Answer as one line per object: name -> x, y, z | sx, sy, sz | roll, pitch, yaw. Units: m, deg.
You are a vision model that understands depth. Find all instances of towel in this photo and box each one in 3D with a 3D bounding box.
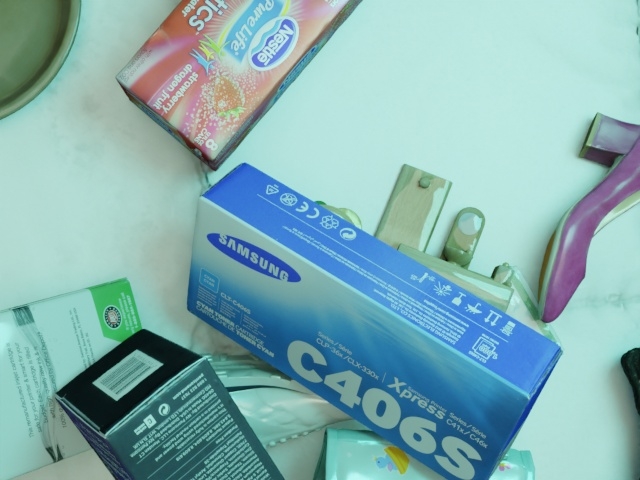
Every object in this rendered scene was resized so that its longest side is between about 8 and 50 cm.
towel -> 0.172, 0.110, 1.074 | 0.152, 0.023, 0.113 | -29, 88, -2

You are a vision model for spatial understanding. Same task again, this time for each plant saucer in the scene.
plant saucer -> -0.386, -0.249, 1.029 | 0.277, 0.041, 0.278 | 0, 88, -4

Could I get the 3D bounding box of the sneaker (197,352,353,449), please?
sneaker -> -0.048, 0.172, 1.030 | 0.235, 0.090, 0.095 | 2, 102, -1

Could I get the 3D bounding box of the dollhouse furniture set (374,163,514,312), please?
dollhouse furniture set -> 0.131, -0.008, 0.996 | 0.144, 0.151, 0.123 | 22, 85, 4

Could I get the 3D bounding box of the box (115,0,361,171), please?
box -> -0.074, -0.209, 1.010 | 0.128, 0.122, 0.257 | 41, 86, -3

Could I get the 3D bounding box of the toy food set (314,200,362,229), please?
toy food set -> 0.000, 0.000, 1.061 | 0.082, 0.020, 0.083 | 13, 88, -4

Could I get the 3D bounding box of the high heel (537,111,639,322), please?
high heel -> 0.312, -0.013, 1.056 | 0.117, 0.082, 0.244 | 20, 74, 7

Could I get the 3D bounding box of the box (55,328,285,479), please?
box -> -0.123, 0.200, 0.899 | 0.108, 0.153, 0.207 | -38, 111, -22

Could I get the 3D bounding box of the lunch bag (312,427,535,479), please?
lunch bag -> 0.089, 0.319, 0.991 | 0.223, 0.160, 0.262 | 8, 93, -3

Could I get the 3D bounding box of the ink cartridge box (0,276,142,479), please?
ink cartridge box -> -0.273, 0.135, 0.954 | 0.208, 0.087, 0.153 | -14, 89, -40

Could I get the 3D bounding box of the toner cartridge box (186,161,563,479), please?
toner cartridge box -> 0.035, 0.082, 0.934 | 0.347, 0.165, 0.075 | 30, 46, 17

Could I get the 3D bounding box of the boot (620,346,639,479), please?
boot -> 0.345, 0.241, 1.022 | 0.348, 0.131, 0.260 | -15, 96, -15
